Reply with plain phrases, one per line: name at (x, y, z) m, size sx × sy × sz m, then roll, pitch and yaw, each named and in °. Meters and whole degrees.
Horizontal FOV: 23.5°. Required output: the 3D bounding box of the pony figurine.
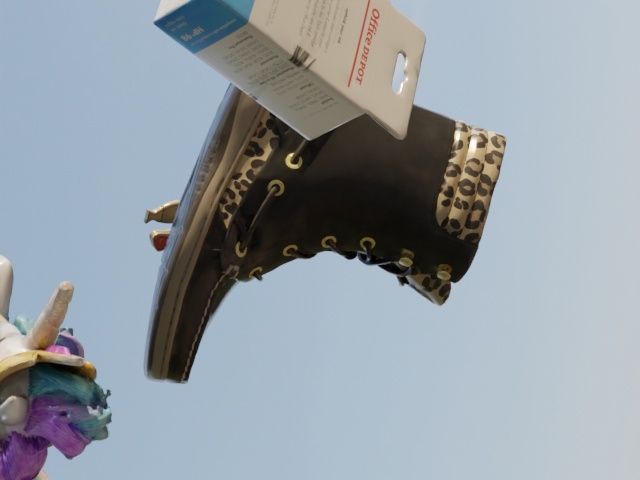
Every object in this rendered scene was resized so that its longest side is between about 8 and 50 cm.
pony figurine at (-0.279, 0.159, 1.072) m, size 0.302 × 0.363 × 0.351 m, roll 14°, pitch -85°, yaw -35°

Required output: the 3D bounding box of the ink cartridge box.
ink cartridge box at (-0.016, -0.142, 1.036) m, size 0.180 × 0.060 × 0.104 m, roll 36°, pitch -129°, yaw -30°

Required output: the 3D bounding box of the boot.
boot at (0.000, 0.000, 1.536) m, size 0.138 × 0.284 × 0.377 m, roll -169°, pitch 100°, yaw -80°

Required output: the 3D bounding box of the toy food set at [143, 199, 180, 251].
toy food set at (-0.136, -0.014, 1.687) m, size 0.122 × 0.019 × 0.078 m, roll -16°, pitch -46°, yaw -28°
